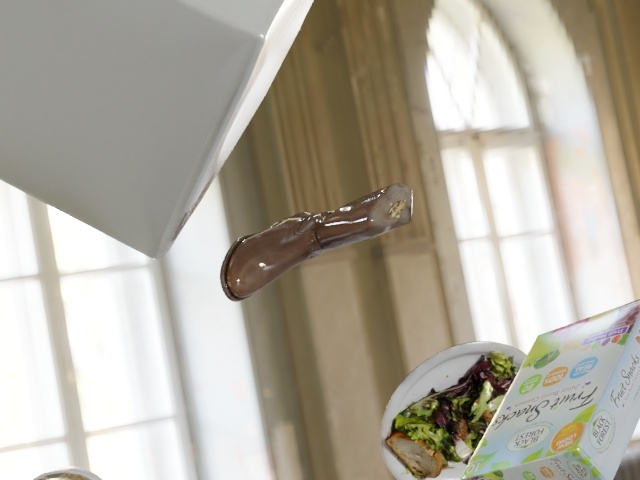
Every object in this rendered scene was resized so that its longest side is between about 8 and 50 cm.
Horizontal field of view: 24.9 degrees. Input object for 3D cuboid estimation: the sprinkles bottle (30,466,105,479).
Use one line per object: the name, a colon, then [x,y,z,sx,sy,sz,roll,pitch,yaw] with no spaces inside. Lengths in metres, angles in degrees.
sprinkles bottle: [-0.261,0.297,1.398,0.121,0.121,0.355,-10,-2,-4]

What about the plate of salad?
plate of salad: [0.162,0.202,1.589,0.200,0.200,0.048,-9,26,-15]

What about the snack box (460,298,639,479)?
snack box: [0.159,0.104,0.923,0.100,0.037,0.141,-27,20,47]

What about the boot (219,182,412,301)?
boot: [0.000,0.000,0.964,0.114,0.037,0.106,-12,23,40]

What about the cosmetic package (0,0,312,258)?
cosmetic package: [-0.187,-0.181,0.713,0.385,0.217,0.156,25,-49,-3]
